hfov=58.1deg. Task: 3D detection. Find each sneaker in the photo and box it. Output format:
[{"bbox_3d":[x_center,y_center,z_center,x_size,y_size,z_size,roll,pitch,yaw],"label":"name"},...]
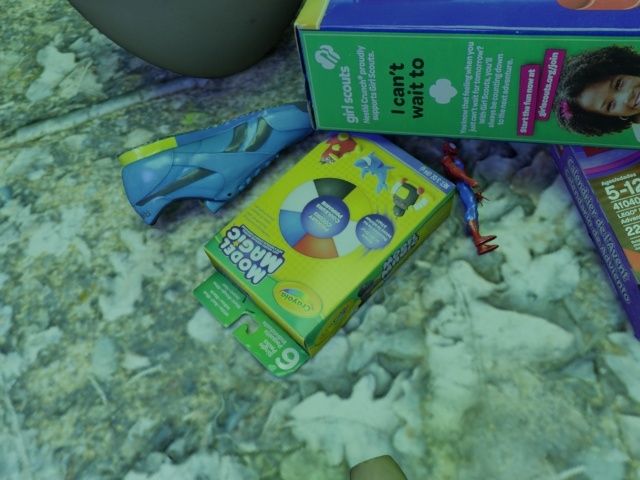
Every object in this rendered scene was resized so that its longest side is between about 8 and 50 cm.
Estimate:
[{"bbox_3d":[-0.086,-0.076,0.563,0.209,0.069,0.082,-22,95,-16],"label":"sneaker"}]

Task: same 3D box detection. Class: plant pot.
[{"bbox_3d":[-0.127,-0.284,0.597,0.283,0.191,0.284,-2,62,4],"label":"plant pot"}]

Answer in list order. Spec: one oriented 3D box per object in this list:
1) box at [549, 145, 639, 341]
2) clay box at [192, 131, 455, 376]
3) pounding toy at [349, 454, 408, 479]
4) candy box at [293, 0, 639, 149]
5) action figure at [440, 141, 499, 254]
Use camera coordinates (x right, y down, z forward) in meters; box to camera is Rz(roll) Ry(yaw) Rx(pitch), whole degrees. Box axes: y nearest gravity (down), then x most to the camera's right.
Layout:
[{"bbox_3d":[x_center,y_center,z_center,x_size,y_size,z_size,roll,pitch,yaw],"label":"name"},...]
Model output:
[{"bbox_3d":[0.376,-0.050,0.484,0.293,0.057,0.201,-15,61,5],"label":"box"},{"bbox_3d":[0.000,0.000,0.512,0.127,0.053,0.222,38,70,23],"label":"clay box"},{"bbox_3d":[-0.028,0.257,0.327,0.269,0.154,0.154,-40,49,18],"label":"pounding toy"},{"bbox_3d":[0.165,-0.216,0.532,0.316,0.122,0.268,5,50,15],"label":"candy box"},{"bbox_3d":[0.136,-0.045,0.534,0.030,0.038,0.115,-26,62,16],"label":"action figure"}]
